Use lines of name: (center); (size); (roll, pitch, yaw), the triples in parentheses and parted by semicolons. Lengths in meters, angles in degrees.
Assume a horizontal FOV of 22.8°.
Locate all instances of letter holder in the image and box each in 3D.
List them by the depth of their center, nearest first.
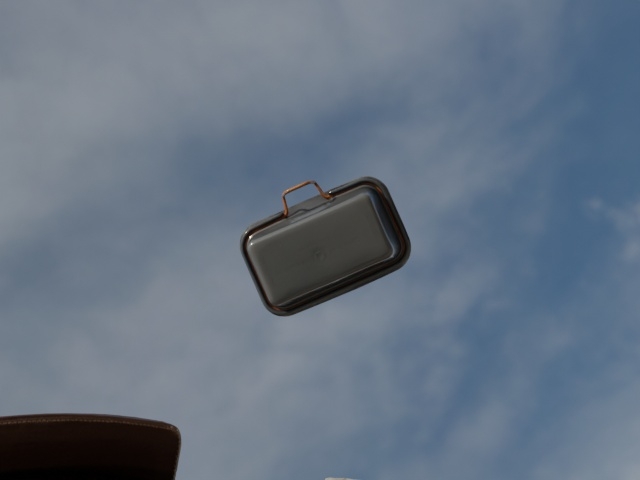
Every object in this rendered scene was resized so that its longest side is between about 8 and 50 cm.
letter holder: (-0.215, 0.267, 1.340); (0.302, 0.152, 0.214); (4, -81, -41)

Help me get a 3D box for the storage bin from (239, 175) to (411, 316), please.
storage bin: (0.000, 0.000, 1.284); (0.135, 0.098, 0.091); (-23, 0, 2)

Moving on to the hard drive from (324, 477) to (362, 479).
hard drive: (-0.021, 0.297, 0.610); (0.047, 0.233, 0.353); (9, -53, -14)
